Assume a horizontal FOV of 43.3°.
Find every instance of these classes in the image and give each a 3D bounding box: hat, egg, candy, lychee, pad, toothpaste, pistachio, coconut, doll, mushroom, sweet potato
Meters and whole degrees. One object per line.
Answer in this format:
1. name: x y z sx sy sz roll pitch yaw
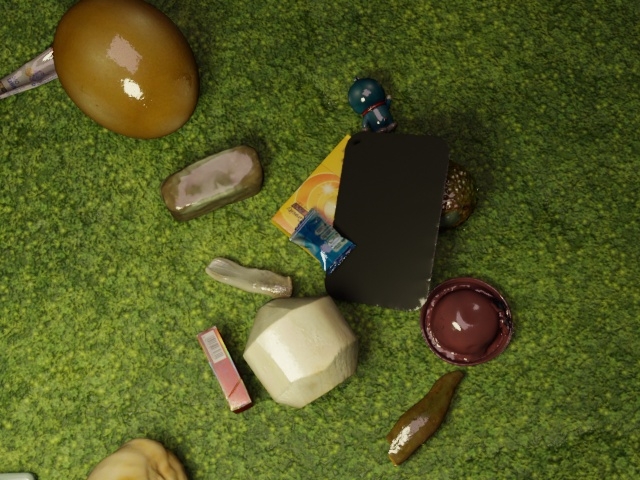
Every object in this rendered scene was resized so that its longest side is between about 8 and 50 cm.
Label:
1. hat: 0.315 0.171 1.725 0.205 0.089 0.205 0 74 -1
2. egg: -0.422 -0.380 1.769 0.282 0.282 0.351 -43 80 -11
3. candy: -0.238 -0.126 1.793 0.234 0.104 0.102 -21 75 -6
4. lychee: 0.264 -0.107 1.770 0.171 0.171 0.171 0 74 -1
5. pad: 0.179 -0.038 1.723 0.315 0.063 0.375 9 88 29
6. toothpaste: -0.703 -0.377 1.890 0.301 0.048 0.075 -32 73 -11
7. pistachio: -0.369 0.543 1.551 0.238 0.229 0.321 2 76 43
8. coconut: -0.044 0.214 1.648 0.241 0.241 0.241 0 74 -1
9. doll: 0.117 -0.314 1.864 0.114 0.085 0.152 -30 87 -23
10. candy: 0.000 0.001 1.749 0.136 0.038 0.088 41 90 19
11. mushroom: -0.155 0.086 1.768 0.202 0.054 0.059 15 69 9
12. sweet potato: 0.218 0.361 1.679 0.077 0.077 0.244 40 79 10

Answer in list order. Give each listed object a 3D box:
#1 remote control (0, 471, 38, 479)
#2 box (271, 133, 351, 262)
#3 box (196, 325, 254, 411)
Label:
1. remote control: -0.638 0.617 1.608 0.140 0.056 0.296 -2 76 1
2. box: 0.031 -0.097 1.820 0.152 0.043 0.269 38 77 9
3. box: -0.196 0.272 1.680 0.048 0.112 0.175 -26 77 -8
